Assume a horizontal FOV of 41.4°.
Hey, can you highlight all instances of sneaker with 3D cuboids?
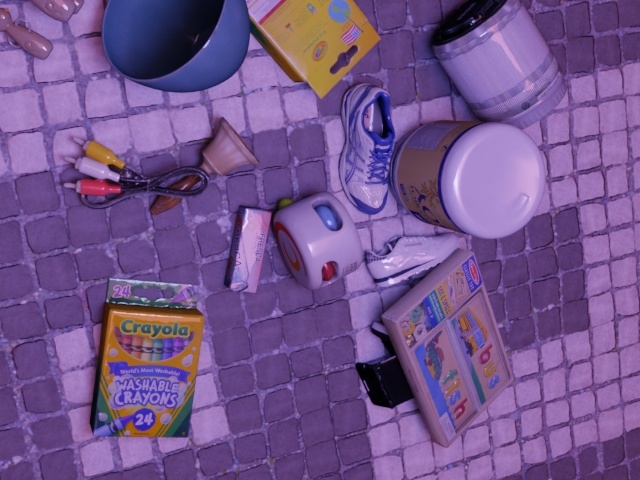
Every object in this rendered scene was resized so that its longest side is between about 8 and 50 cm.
[{"bbox_3d":[0.218,0.024,1.981,0.235,0.090,0.095,-25,96,-18],"label":"sneaker"},{"bbox_3d":[0.109,-0.197,1.875,0.111,0.131,0.297,-13,104,-21],"label":"sneaker"},{"bbox_3d":[0.191,0.287,2.013,0.216,0.079,0.121,30,89,-22],"label":"sneaker"}]

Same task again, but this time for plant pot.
[{"bbox_3d":[-0.249,-0.407,1.650,0.195,0.290,0.290,27,88,-58],"label":"plant pot"}]

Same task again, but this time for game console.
[{"bbox_3d":[0.157,0.328,2.004,0.071,0.107,0.122,-35,110,-33],"label":"game console"}]

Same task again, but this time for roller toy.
[{"bbox_3d":[0.000,0.000,1.831,0.146,0.191,0.209,-25,106,-16],"label":"roller toy"}]

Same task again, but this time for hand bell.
[{"bbox_3d":[-0.257,-0.134,1.775,0.242,0.126,0.126,-39,111,3],"label":"hand bell"}]

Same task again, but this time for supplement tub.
[{"bbox_3d":[0.304,-0.141,1.849,0.241,0.331,0.241,-3,99,-20],"label":"supplement tub"}]

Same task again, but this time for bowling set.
[{"bbox_3d":[-0.508,-0.502,1.591,0.154,0.200,0.287,34,128,-18],"label":"bowling set"}]

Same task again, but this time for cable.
[{"bbox_3d":[-0.372,-0.111,1.702,0.287,0.072,0.140,13,98,-2],"label":"cable"}]

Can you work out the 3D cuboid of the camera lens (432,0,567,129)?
[{"bbox_3d":[0.399,-0.403,1.903,0.219,0.219,0.274,-42,110,-10],"label":"camera lens"}]

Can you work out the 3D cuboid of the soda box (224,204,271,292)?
[{"bbox_3d":[-0.159,0.018,1.846,0.063,0.058,0.183,9,95,-22],"label":"soda box"}]

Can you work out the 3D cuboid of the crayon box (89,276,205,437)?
[{"bbox_3d":[-0.364,0.250,1.792,0.203,0.083,0.323,6,96,-22],"label":"crayon box"}]

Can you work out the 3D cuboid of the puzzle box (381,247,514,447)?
[{"bbox_3d":[0.313,0.257,1.998,0.272,0.052,0.409,-39,122,-25],"label":"puzzle box"}]

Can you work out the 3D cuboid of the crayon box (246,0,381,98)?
[{"bbox_3d":[-0.046,-0.481,1.794,0.202,0.081,0.318,-45,110,-9],"label":"crayon box"}]
